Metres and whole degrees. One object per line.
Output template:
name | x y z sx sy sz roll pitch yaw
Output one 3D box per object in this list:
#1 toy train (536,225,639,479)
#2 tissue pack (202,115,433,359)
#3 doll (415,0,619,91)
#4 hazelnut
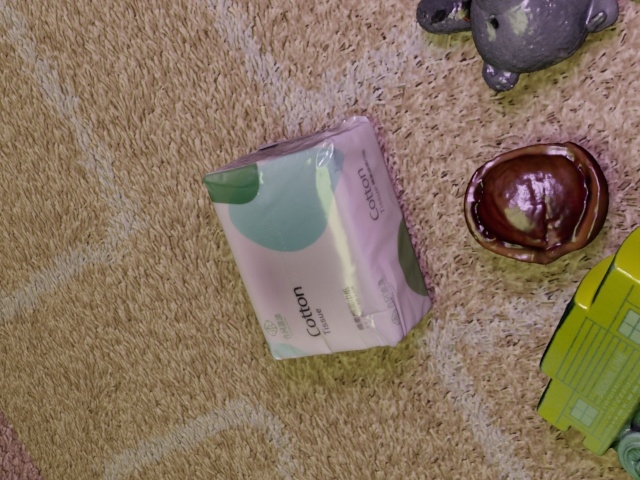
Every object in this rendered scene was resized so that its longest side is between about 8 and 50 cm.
toy train | 0.464 0.164 1.387 0.272 0.179 0.442 35 143 20
tissue pack | -0.001 0.001 1.644 0.266 0.194 0.357 -11 105 35
doll | 0.223 -0.368 1.351 0.246 0.158 0.340 -41 83 26
hazelnut | 0.318 -0.059 1.432 0.201 0.160 0.170 -27 94 44
